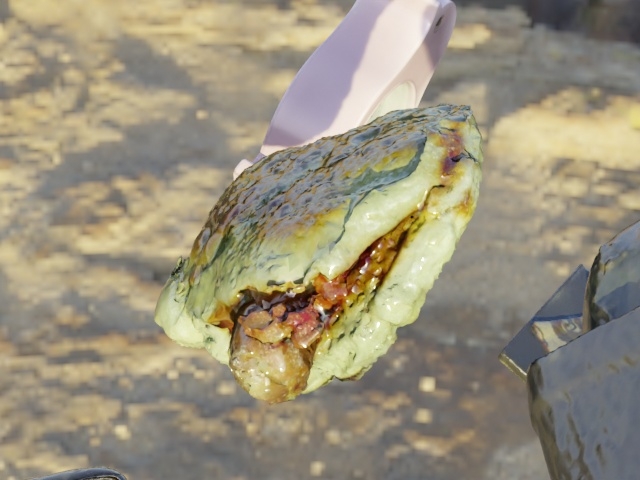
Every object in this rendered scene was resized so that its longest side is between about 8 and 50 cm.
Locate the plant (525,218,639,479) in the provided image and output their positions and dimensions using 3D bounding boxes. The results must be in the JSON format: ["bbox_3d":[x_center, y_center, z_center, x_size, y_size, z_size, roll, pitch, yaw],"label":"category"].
[{"bbox_3d":[0.207,0.103,0.953,0.142,0.164,0.256,32,50,-30],"label":"plant"}]

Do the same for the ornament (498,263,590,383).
[{"bbox_3d":[0.278,0.050,1.318,0.153,0.196,0.166,44,42,4],"label":"ornament"}]

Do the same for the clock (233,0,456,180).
[{"bbox_3d":[0.038,-0.106,1.680,0.080,0.290,0.275,29,79,15],"label":"clock"}]

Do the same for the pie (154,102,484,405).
[{"bbox_3d":[0.005,-0.007,1.199,0.257,0.105,0.274,-46,23,-10],"label":"pie"}]

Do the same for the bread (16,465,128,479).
[{"bbox_3d":[-0.272,0.246,1.513,0.214,0.073,0.053,-15,12,-13],"label":"bread"}]
